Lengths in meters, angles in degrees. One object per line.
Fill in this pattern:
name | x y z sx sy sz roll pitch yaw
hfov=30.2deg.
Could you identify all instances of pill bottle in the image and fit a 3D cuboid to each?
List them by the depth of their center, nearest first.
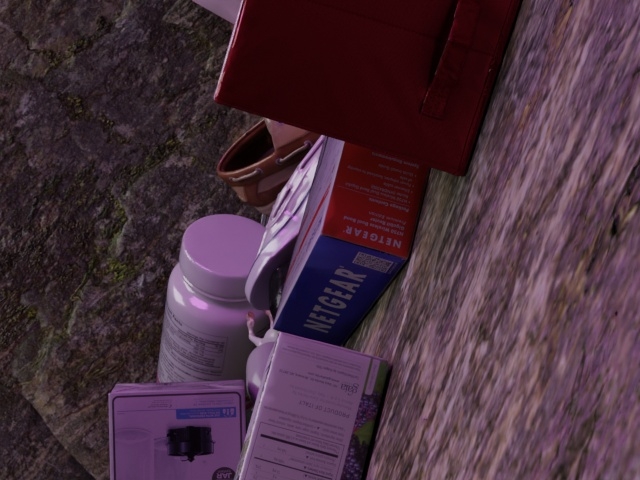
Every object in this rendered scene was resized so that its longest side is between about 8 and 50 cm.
pill bottle | -0.144 0.112 1.699 0.160 0.160 0.283 -79 2 -52

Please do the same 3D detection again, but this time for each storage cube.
storage cube | 0.037 -0.172 0.929 0.215 0.193 0.184 -99 25 -78

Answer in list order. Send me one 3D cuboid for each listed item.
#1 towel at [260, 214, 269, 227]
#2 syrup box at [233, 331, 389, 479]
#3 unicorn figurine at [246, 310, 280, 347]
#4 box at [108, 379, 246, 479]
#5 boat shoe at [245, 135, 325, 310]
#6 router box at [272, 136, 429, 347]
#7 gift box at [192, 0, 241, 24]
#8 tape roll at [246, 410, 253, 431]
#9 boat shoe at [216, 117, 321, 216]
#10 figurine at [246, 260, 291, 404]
towel | -0.065 -0.009 2.053 0.325 0.038 0.248 60 -142 -75
syrup box | -0.024 0.203 0.945 0.093 0.096 0.237 113 172 -72
unicorn figurine | -0.056 0.131 1.566 0.162 0.060 0.111 109 147 -55
box | -0.167 0.319 1.433 0.087 0.169 0.290 -175 85 -85
boat shoe | -0.018 -0.030 1.482 0.258 0.095 0.084 -53 43 14
router box | 0.045 -0.077 1.213 0.335 0.082 0.301 117 168 -70
gift box | 0.028 -0.330 1.329 0.258 0.276 0.255 -63 3 -21
tape roll | -0.177 0.296 1.794 0.219 0.219 0.072 -106 31 -82
boat shoe | -0.020 -0.146 1.543 0.324 0.119 0.123 -42 33 36
figurine | -0.038 0.166 1.413 0.209 0.092 0.215 -87 13 -56
